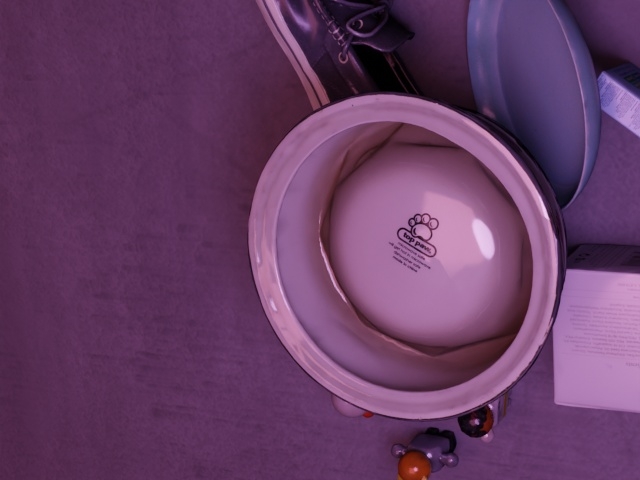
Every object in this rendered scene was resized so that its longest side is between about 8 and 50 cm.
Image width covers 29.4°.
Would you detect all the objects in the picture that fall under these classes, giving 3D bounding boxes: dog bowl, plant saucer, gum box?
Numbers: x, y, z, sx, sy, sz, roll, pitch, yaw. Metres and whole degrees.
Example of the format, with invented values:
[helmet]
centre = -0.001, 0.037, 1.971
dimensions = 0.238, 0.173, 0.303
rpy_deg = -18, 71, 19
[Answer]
[dog bowl]
centre = 0.120, 0.009, 1.514
dimensions = 0.408, 0.150, 0.407
rpy_deg = 8, 107, 26
[plant saucer]
centre = 0.267, -0.191, 1.515
dimensions = 0.044, 0.317, 0.317
rpy_deg = -15, 98, -12
[gum box]
centre = 0.424, -0.144, 1.485
dimensions = 0.184, 0.157, 0.041
rpy_deg = 40, 115, 13

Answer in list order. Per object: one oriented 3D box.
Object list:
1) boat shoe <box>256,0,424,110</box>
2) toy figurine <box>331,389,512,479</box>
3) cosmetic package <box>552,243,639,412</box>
[boat shoe]
centre = 0.043, -0.271, 1.638
dimensions = 0.156, 0.187, 0.500
rpy_deg = -20, 100, 28
[toy figurine]
centre = 0.147, 0.223, 1.726
dimensions = 0.213, 0.148, 0.209
rpy_deg = -41, 83, 29
[cosmetic package]
centre = 0.392, 0.111, 1.571
dimensions = 0.151, 0.151, 0.183
rpy_deg = 4, 104, 27
